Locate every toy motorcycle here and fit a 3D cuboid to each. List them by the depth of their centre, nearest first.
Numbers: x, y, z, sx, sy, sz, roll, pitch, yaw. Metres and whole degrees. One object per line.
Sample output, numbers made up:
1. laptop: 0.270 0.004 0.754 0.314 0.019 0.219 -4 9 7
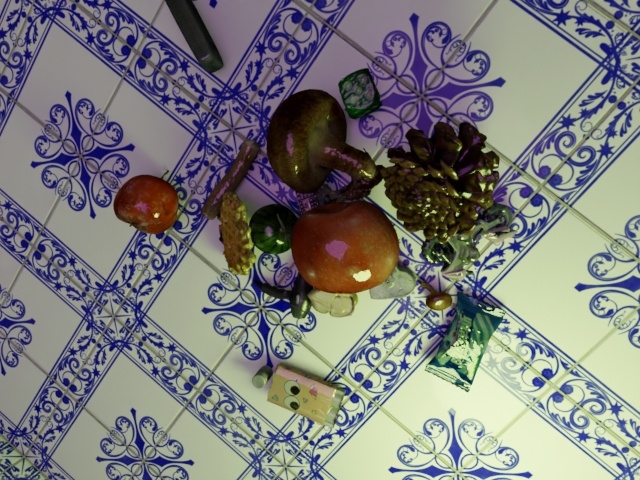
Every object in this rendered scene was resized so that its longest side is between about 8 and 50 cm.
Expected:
1. toy motorcycle: 0.508 0.015 1.398 0.326 0.143 0.188 -27 101 1

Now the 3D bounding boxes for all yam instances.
1. yam: -0.347 -0.229 1.579 0.081 0.081 0.357 37 106 5

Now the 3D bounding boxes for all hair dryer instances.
1. hair dryer: -0.152 0.167 1.603 0.271 0.091 0.236 9 92 16

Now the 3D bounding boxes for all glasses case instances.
1. glasses case: -0.460 -0.767 1.488 0.074 0.131 0.323 -27 92 10

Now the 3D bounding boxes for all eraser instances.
1. eraser: -0.056 0.609 1.645 0.290 0.087 0.171 19 104 10

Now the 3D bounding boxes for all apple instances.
1. apple: 0.078 0.016 1.349 0.348 0.348 0.277 -11 106 15

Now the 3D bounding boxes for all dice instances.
1. dice: 0.134 -0.493 1.397 0.120 0.128 0.131 -21 95 16

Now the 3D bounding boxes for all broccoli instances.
1. broccoli: 0.084 -0.178 1.486 0.204 0.118 0.122 -31 61 0

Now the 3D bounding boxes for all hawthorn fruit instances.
1. hawthorn fruit: -0.658 -0.167 1.609 0.241 0.242 0.272 19 72 9

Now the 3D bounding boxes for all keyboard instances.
1. keyboard: -0.055 -0.209 1.541 0.106 0.027 0.317 -15 95 16

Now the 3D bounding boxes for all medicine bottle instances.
1. medicine bottle: -0.234 0.551 1.675 0.058 0.091 0.058 2 100 13

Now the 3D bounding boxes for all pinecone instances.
1. pinecone: 0.392 -0.207 1.272 0.383 0.384 0.385 2 100 13

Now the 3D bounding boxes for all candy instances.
1. candy: 0.512 0.363 1.480 0.186 0.077 0.332 23 101 6

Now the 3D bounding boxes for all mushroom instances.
1. mushroom: -0.003 -0.295 1.343 0.331 0.334 0.356 -39 52 -14
2. mushroom: 0.403 0.204 1.482 0.129 0.073 0.088 37 148 11

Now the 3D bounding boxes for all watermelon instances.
1. watermelon: -0.162 -0.041 1.498 0.187 0.214 0.188 -2 94 -31

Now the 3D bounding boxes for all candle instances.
1. candle: 0.242 0.144 1.510 0.192 0.068 0.169 40 106 8

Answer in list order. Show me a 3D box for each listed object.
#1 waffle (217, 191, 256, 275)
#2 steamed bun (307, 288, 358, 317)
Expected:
1. waffle: -0.317 -0.021 1.531 0.060 0.307 0.312 -10 86 -30
2. steamed bun: 0.049 0.189 1.545 0.192 0.106 0.178 -2 95 5
